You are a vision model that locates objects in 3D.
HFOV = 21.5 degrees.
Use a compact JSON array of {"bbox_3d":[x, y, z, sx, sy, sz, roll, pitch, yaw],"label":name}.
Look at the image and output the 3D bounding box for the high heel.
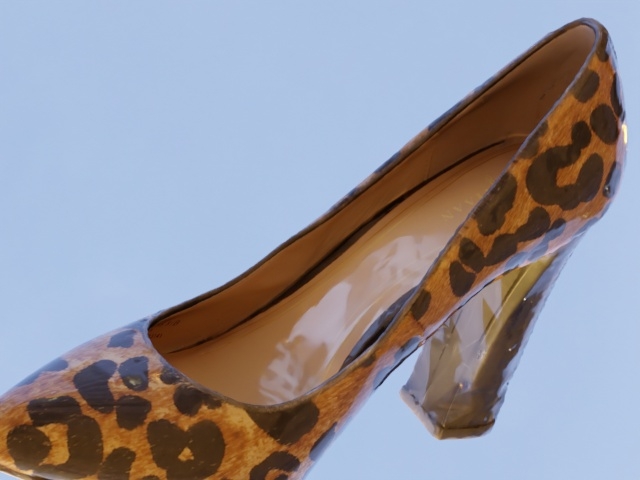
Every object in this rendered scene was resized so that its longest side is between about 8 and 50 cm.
[{"bbox_3d":[0.000,0.000,0.610,0.261,0.093,0.186,-5,-55,-41],"label":"high heel"}]
